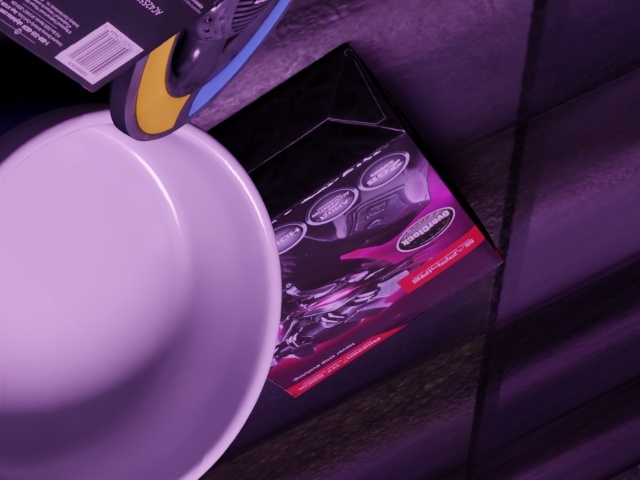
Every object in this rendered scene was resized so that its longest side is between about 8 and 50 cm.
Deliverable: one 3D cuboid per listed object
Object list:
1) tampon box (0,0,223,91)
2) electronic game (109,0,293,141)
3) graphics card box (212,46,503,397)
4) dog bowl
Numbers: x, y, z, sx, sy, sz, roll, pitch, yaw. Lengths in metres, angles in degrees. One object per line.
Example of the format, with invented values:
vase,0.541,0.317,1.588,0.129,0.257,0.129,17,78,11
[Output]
tampon box,-0.126,-0.176,0.844,0.101,0.161,0.120,-33,156,10
electronic game,-0.046,-0.154,1.028,0.229,0.048,0.229,-53,170,-13
graphics card box,0.000,0.000,1.454,0.233,0.094,0.371,-33,157,5
dog bowl,-0.157,0.042,1.143,0.265,0.264,0.104,-10,-165,-39
